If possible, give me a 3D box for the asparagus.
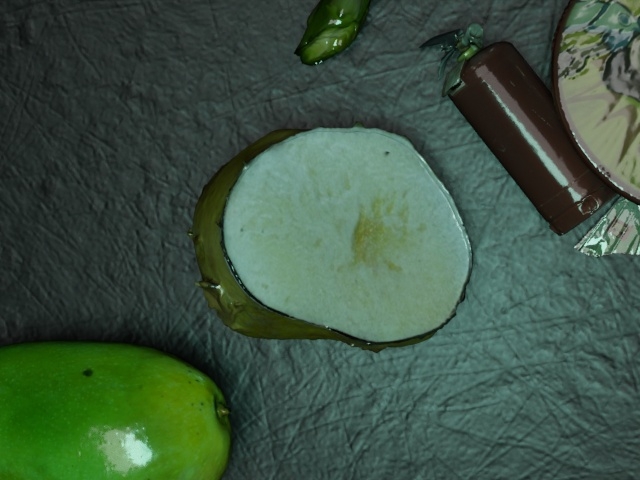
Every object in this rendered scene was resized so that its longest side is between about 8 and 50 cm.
[{"bbox_3d":[0.056,-0.326,1.409,0.080,0.080,0.287,22,95,5],"label":"asparagus"}]

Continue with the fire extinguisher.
[{"bbox_3d":[0.216,-0.135,1.392,0.105,0.105,0.269,-39,88,7],"label":"fire extinguisher"}]

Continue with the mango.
[{"bbox_3d":[-0.285,0.226,1.417,0.382,0.201,0.225,0,103,10],"label":"mango"}]

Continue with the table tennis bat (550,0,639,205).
[{"bbox_3d":[0.421,-0.123,1.322,0.268,0.051,0.415,-39,87,2],"label":"table tennis bat"}]

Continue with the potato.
[{"bbox_3d":[0.000,0.000,1.386,0.299,0.196,0.246,17,81,-22],"label":"potato"}]

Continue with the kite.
[{"bbox_3d":[0.404,0.013,1.412,0.229,0.012,0.250,-3,93,6],"label":"kite"}]
